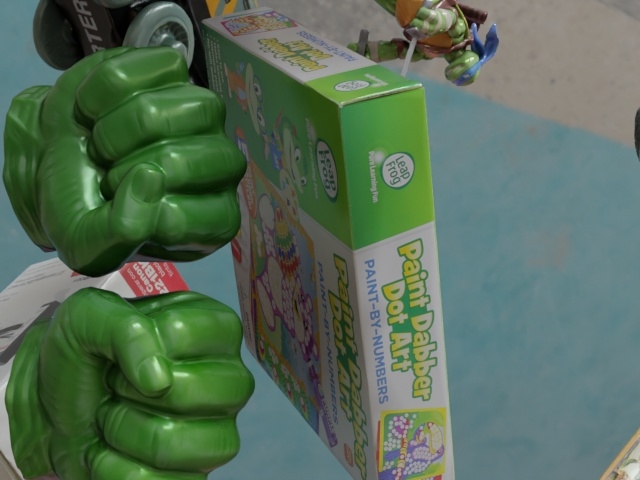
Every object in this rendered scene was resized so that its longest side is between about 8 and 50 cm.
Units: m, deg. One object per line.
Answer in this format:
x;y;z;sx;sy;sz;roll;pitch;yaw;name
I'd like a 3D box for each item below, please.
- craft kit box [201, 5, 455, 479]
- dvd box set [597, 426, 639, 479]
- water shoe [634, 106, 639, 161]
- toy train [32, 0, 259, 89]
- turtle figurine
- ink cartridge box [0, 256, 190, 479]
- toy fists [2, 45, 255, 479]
0.000;0.000;0.817;0.061;0.246;0.250;-15;113;-20;craft kit box
0.354;0.156;1.212;0.420;0.062;0.308;-45;160;-21;dvd box set
0.371;-0.082;1.317;0.203;0.080;0.073;26;66;-62;water shoe
-0.131;-0.198;1.053;0.190;0.142;0.334;-50;143;-29;toy train
0.088;-0.302;1.798;0.274;0.266;0.198;-30;179;1;turtle figurine
-0.265;0.127;1.219;0.114;0.197;0.273;59;43;-20;ink cartridge box
-0.115;0.023;0.777;0.096;0.142;0.279;7;80;-61;toy fists
